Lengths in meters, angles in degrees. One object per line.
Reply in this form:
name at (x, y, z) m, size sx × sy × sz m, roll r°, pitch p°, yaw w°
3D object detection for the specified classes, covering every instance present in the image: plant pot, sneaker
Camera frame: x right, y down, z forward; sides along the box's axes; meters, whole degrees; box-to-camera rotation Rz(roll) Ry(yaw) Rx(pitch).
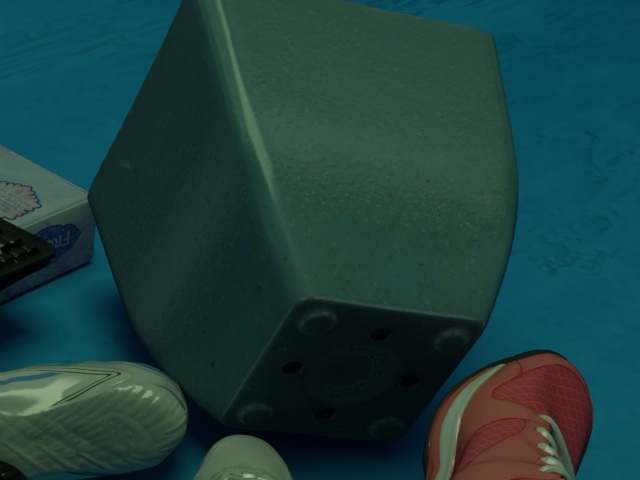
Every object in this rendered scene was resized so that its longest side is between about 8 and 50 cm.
plant pot at (0.000, 0.000, 1.303) m, size 0.248 × 0.247 × 0.252 m, roll 8°, pitch 45°, yaw -26°
sneaker at (0.122, 0.176, 1.137) m, size 0.136 × 0.116 × 0.314 m, roll -11°, pitch 23°, yaw 39°
sneaker at (-0.040, 0.181, 1.128) m, size 0.090 × 0.115 × 0.232 m, roll 4°, pitch 30°, yaw -7°
sneaker at (-0.209, 0.125, 1.236) m, size 0.237 × 0.085 × 0.086 m, roll -1°, pitch 5°, yaw -10°

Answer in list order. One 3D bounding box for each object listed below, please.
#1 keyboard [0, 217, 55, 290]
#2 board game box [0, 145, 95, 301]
keyboard at (-0.374, -0.020, 1.351) m, size 0.317 × 0.033 × 0.201 m, roll 24°, pitch 34°, yaw 26°
board game box at (-0.400, -0.020, 1.441) m, size 0.319 × 0.066 × 0.318 m, roll 28°, pitch 36°, yaw 30°
